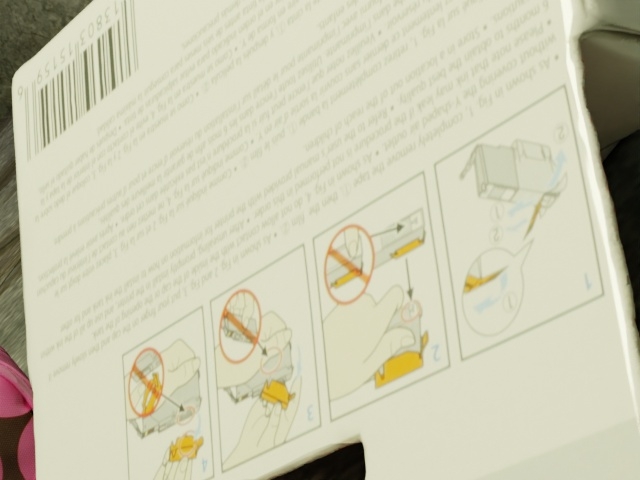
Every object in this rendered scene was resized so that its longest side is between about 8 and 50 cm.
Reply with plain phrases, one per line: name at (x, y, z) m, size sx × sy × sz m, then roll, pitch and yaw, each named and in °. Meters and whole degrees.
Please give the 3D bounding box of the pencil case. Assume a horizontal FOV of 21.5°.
pencil case at (-0.193, 0.093, 0.838) m, size 0.098 × 0.095 × 0.209 m, roll -13°, pitch 3°, yaw -17°

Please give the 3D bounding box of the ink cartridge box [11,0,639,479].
ink cartridge box at (0.000, 0.000, 0.495) m, size 0.275 × 0.060 × 0.239 m, roll -31°, pitch 59°, yaw 46°

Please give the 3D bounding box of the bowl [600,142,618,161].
bowl at (0.048, -0.039, 0.585) m, size 0.142 × 0.053 × 0.142 m, roll -49°, pitch 13°, yaw -14°
